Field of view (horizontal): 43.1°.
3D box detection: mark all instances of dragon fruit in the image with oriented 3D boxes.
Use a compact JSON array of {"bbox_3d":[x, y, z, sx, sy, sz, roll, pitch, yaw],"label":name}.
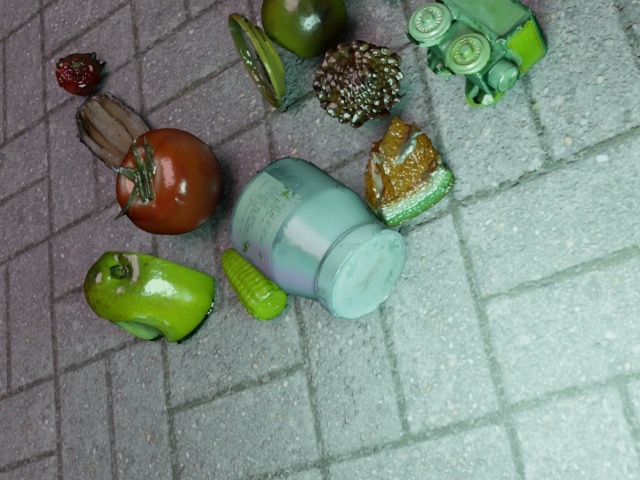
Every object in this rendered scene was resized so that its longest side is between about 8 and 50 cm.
[{"bbox_3d":[-0.692,-0.478,2.308,0.121,0.130,0.142,-40,17,29],"label":"dragon fruit"}]

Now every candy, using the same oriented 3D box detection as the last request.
[{"bbox_3d":[-0.155,0.085,1.769,0.097,0.096,0.209,-53,51,12],"label":"candy"}]

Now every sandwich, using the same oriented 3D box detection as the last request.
[{"bbox_3d":[0.151,-0.125,1.565,0.185,0.160,0.109,-42,37,10],"label":"sandwich"}]

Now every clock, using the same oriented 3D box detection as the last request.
[{"bbox_3d":[-0.132,-0.413,1.834,0.057,0.237,0.237,-30,56,-8],"label":"clock"}]

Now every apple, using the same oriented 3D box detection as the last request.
[{"bbox_3d":[-0.039,-0.492,1.788,0.196,0.196,0.157,34,95,38],"label":"apple"}]

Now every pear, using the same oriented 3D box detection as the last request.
[{"bbox_3d":[-0.414,0.127,1.853,0.292,0.292,0.159,-2,66,36],"label":"pear"}]

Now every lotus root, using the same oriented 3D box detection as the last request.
[{"bbox_3d":[-0.557,-0.287,2.187,0.167,0.078,0.329,-39,52,-7],"label":"lotus root"}]

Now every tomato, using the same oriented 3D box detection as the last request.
[{"bbox_3d":[-0.353,-0.135,1.892,0.256,0.224,0.256,-7,77,34],"label":"tomato"}]

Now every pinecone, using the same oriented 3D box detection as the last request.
[{"bbox_3d":[0.075,-0.324,1.679,0.195,0.150,0.179,21,90,39],"label":"pinecone"}]

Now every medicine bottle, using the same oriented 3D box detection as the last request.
[{"bbox_3d":[0.000,0.000,1.586,0.290,0.245,0.245,34,98,37],"label":"medicine bottle"}]

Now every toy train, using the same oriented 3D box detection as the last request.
[{"bbox_3d":[0.292,-0.388,1.543,0.188,0.159,0.272,-46,55,5],"label":"toy train"}]
